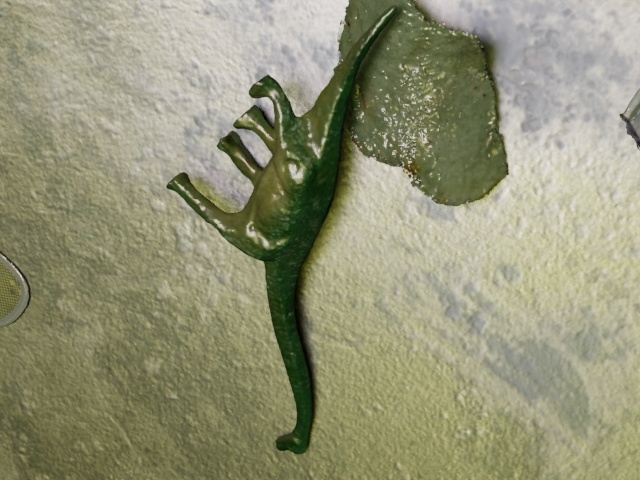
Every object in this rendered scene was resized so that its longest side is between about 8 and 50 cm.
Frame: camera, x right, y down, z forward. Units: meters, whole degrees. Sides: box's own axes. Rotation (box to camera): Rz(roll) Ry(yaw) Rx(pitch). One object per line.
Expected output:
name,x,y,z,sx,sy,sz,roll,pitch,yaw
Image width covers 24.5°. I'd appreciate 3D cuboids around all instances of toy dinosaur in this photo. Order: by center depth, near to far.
toy dinosaur,0.000,0.000,1.461,0.301,0.087,0.447,49,124,5

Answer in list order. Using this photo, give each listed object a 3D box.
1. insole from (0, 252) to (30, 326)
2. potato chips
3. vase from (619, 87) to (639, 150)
insole,-0.451,-0.025,1.637,0.322,0.007,0.109,43,111,3
potato chips,0.098,-0.141,1.420,0.228,0.059,0.167,39,116,4
vase,0.491,-0.155,1.224,0.445,0.250,0.250,-36,92,16
